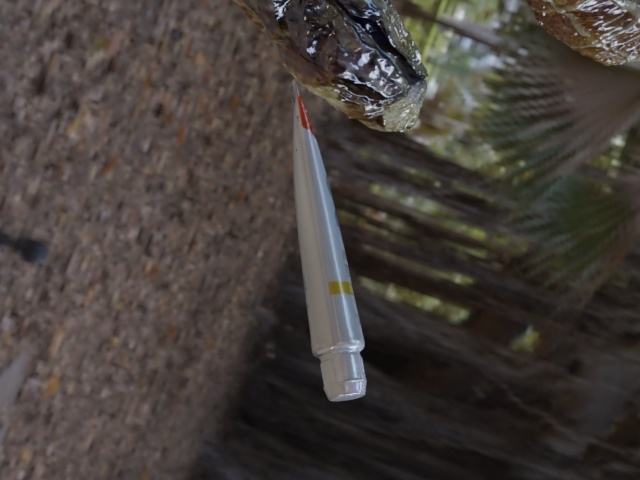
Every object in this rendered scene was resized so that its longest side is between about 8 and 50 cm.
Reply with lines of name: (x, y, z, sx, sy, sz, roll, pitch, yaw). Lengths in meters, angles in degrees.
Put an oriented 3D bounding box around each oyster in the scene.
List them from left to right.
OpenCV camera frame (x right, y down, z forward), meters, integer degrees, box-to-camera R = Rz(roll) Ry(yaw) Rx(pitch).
oyster: (-0.008, -0.200, 1.151, 0.100, 0.271, 0.275, -46, -179, 0)

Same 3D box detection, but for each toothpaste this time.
toothpaste: (0.000, 0.000, 0.762, 0.048, 0.031, 0.190, 89, -8, -74)

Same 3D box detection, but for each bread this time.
bread: (0.166, -0.193, 0.835, 0.233, 0.105, 0.076, 49, 32, -34)
